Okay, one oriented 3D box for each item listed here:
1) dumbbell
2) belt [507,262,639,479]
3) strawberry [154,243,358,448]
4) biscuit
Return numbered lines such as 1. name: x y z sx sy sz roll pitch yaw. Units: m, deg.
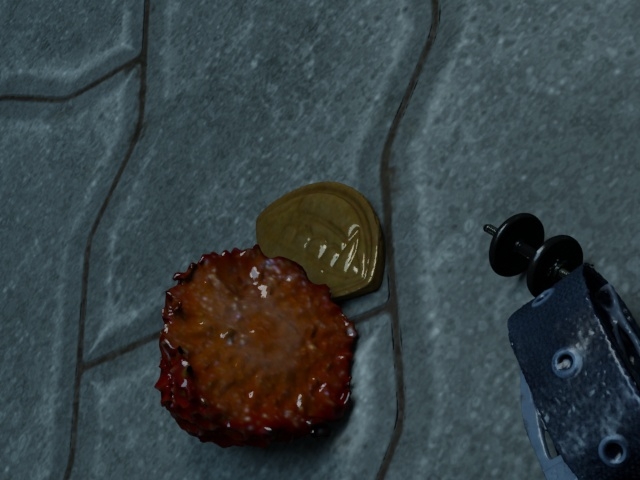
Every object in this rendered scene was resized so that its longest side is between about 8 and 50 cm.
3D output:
1. dumbbell: 0.210 0.015 1.287 0.069 0.069 0.147 -54 42 1
2. belt: 0.232 0.134 1.154 0.128 0.122 0.218 -37 46 23
3. strawberry: -0.084 0.137 1.431 0.178 0.234 0.234 133 146 -53
4. biscuit: 0.000 0.000 1.515 0.142 0.029 0.220 -55 42 -1
